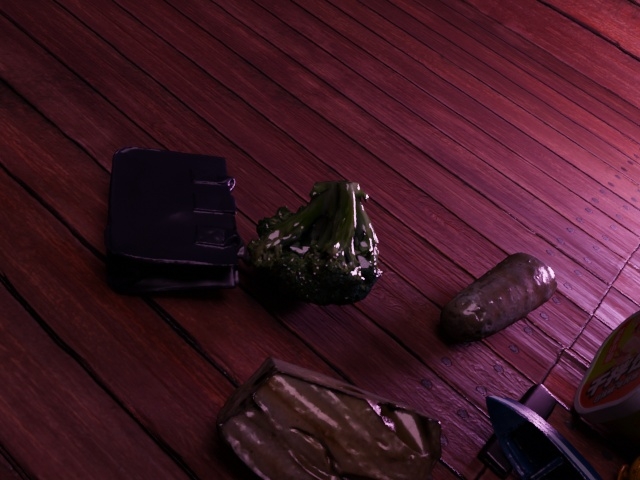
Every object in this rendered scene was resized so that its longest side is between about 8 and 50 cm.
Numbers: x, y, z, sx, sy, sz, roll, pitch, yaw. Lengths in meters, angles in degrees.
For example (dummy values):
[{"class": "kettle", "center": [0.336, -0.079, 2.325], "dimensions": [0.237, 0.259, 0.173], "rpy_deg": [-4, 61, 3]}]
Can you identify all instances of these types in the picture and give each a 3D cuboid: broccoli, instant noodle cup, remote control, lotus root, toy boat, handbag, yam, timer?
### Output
[{"class": "broccoli", "center": [0.000, 0.000, 1.282], "dimensions": [0.265, 0.245, 0.294], "rpy_deg": [10, 11, -19]}, {"class": "instant noodle cup", "center": [0.694, 0.308, 1.291], "dimensions": [0.308, 0.294, 0.294], "rpy_deg": [38, 39, 3]}, {"class": "remote control", "center": [0.366, 0.342, 1.260], "dimensions": [0.063, 0.025, 0.245], "rpy_deg": [43, 41, 15]}, {"class": "lotus root", "center": [0.009, 0.294, 1.044], "dimensions": [0.314, 0.142, 0.210], "rpy_deg": [31, 75, 1]}, {"class": "toy boat", "center": [0.389, 0.375, 1.163], "dimensions": [0.299, 0.096, 0.061], "rpy_deg": [50, 35, 16]}, {"class": "handbag", "center": [-0.259, -0.038, 1.291], "dimensions": [0.269, 0.118, 0.326], "rpy_deg": [3, 43, -15]}, {"class": "yam", "center": [0.368, 0.120, 1.445], "dimensions": [0.330, 0.133, 0.133], "rpy_deg": [-22, 57, -39]}, {"class": "timer", "center": [0.598, 0.430, 1.213], "dimensions": [0.107, 0.109, 0.107], "rpy_deg": [2, 86, -27]}]
